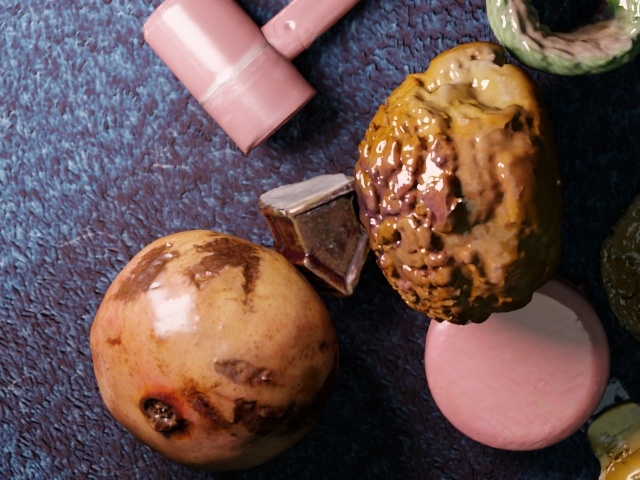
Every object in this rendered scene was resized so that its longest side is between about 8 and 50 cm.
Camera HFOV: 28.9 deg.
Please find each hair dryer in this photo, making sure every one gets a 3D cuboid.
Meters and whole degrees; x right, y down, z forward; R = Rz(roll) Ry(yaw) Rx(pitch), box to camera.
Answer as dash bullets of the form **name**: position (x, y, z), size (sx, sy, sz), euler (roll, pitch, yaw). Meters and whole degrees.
- **hair dryer**: position (-0.033, -0.303, 1.595), size (0.352, 0.125, 0.210), euler (-41, 92, 0)

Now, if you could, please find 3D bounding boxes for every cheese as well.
- **cheese**: position (0.439, 0.314, 1.666), size (0.177, 0.069, 0.270), euler (-35, 84, 11)

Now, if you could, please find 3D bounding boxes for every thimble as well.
- **thimble**: position (0.313, -0.305, 1.531), size (0.219, 0.150, 0.218), euler (1, 99, 6)

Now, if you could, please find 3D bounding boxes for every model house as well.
- **model house**: position (-0.003, -0.001, 1.629), size (0.106, 0.165, 0.152), euler (-24, 104, -21)

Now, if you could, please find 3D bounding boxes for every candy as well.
- **candy**: position (0.264, 0.149, 1.640), size (0.255, 0.094, 0.255), euler (1, 99, 7)

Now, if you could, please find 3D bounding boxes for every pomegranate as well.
- **pomegranate**: position (-0.135, 0.143, 1.586), size (0.322, 0.322, 0.322), euler (1, 100, 5)

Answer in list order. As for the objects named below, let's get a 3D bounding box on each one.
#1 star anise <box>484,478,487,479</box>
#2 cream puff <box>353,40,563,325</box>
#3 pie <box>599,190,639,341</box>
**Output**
- **star anise**: position (0.240, 0.446, 1.641), size (0.148, 0.227, 0.218), euler (43, 112, -10)
- **cream puff**: position (0.157, -0.068, 1.491), size (0.231, 0.327, 0.342), euler (-10, 78, 3)
- **pie**: position (0.504, 0.035, 1.621), size (0.274, 0.055, 0.274), euler (1, 98, 10)
